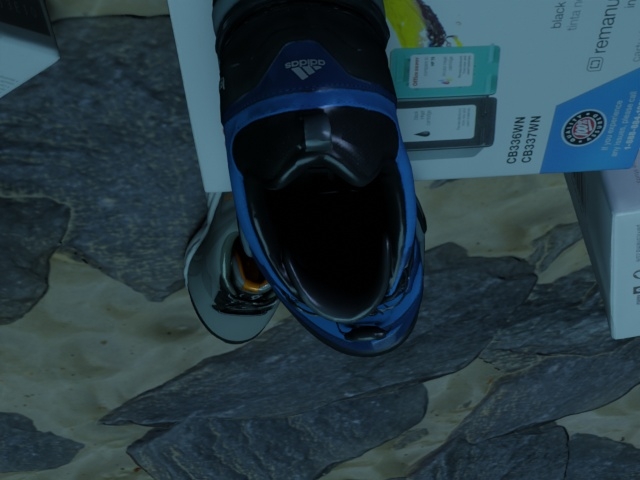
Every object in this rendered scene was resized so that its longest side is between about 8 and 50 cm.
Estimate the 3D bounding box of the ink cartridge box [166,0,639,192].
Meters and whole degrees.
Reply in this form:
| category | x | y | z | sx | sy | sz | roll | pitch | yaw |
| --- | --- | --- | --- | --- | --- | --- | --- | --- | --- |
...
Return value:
| category | x | y | z | sx | sy | sz | roll | pitch | yaw |
| --- | --- | --- | --- | --- | --- | --- | --- | --- | --- |
| ink cartridge box | 0.052 | -0.168 | 0.586 | 0.270 | 0.197 | 0.198 | -4 | 143 | 0 |

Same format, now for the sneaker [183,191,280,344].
| category | x | y | z | sx | sy | sz | roll | pitch | yaw |
| --- | --- | --- | --- | --- | --- | --- | --- | --- | --- |
| sneaker | -0.073 | 0.027 | 0.910 | 0.100 | 0.108 | 0.271 | 1 | 144 | -11 |

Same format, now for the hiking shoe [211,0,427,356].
| category | x | y | z | sx | sy | sz | roll | pitch | yaw |
| --- | --- | --- | --- | --- | --- | --- | --- | --- | --- |
| hiking shoe | 0.000 | 0.000 | 0.530 | 0.113 | 0.132 | 0.304 | -9 | 144 | 8 |

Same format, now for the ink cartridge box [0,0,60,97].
| category | x | y | z | sx | sy | sz | roll | pitch | yaw |
| --- | --- | --- | --- | --- | --- | --- | --- | --- | --- |
| ink cartridge box | -0.350 | -0.113 | 0.636 | 0.239 | 0.060 | 0.275 | -24 | 167 | 25 |

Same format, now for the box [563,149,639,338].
| category | x | y | z | sx | sy | sz | roll | pitch | yaw |
| --- | --- | --- | --- | --- | --- | --- | --- | --- | --- |
| box | 0.360 | -0.085 | 0.720 | 0.345 | 0.215 | 0.168 | -11 | 143 | 9 |
